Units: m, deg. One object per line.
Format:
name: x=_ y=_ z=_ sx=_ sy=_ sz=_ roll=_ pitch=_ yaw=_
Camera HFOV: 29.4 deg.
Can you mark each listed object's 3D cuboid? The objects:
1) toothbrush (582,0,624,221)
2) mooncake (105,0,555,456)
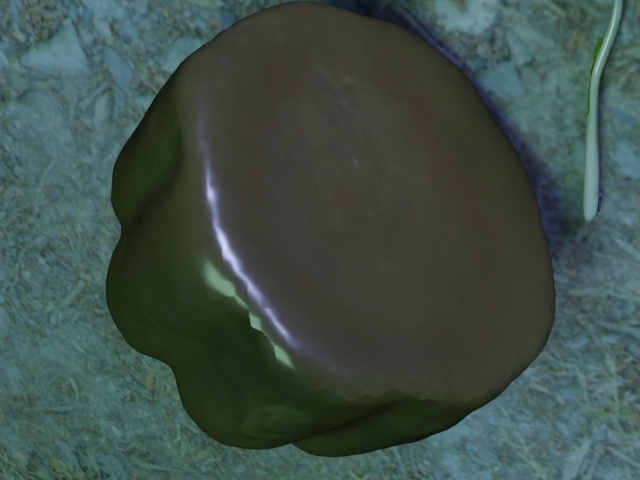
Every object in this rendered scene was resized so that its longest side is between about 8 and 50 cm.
toothbrush: x=0.236 y=-0.129 z=1.015 sx=0.026 sy=0.022 sz=0.263 roll=4 pitch=123 yaw=14
mooncake: x=0.000 y=0.000 z=1.026 sx=0.378 sy=0.378 sz=0.200 roll=48 pitch=138 yaw=-4
